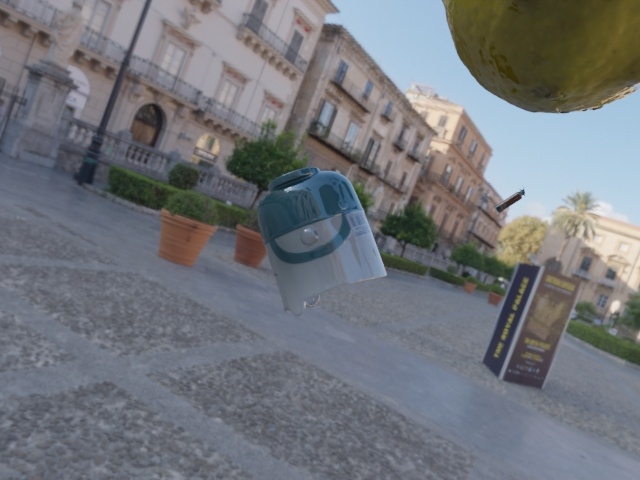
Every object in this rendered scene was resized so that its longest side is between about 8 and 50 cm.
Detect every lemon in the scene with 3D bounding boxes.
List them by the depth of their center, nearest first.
[{"bbox_3d":[0.332,-0.361,0.650,0.349,0.349,0.387,19,43,-48],"label":"lemon"}]

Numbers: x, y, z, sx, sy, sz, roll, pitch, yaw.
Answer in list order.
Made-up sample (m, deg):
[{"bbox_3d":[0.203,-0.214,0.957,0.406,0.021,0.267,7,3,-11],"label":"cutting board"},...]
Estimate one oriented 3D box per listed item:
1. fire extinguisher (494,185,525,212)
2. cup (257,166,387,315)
[{"bbox_3d":[0.475,-0.102,1.211,0.022,0.083,0.028,11,46,-61],"label":"fire extinguisher"},{"bbox_3d":[0.000,0.000,1.017,0.219,0.258,0.289,-19,-5,8],"label":"cup"}]
